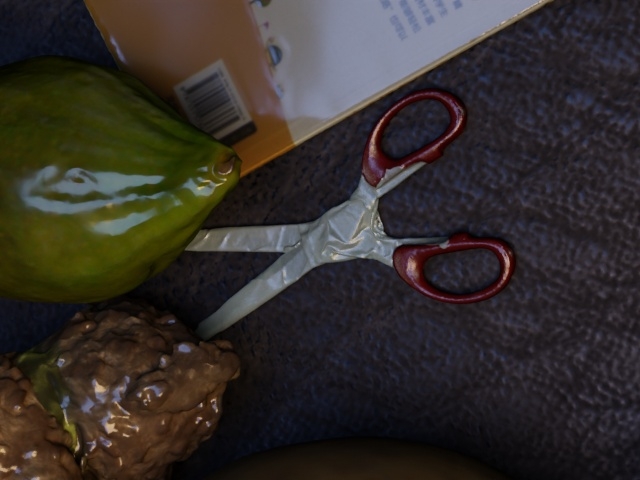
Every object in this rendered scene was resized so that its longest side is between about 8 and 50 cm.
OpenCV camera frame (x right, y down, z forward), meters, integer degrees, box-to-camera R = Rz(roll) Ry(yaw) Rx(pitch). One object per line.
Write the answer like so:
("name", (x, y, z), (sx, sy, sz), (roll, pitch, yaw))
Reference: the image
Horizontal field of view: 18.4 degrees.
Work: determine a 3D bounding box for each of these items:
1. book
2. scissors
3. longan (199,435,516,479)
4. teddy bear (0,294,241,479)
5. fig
("book", (-0.013, -0.182, 1.314), (0.295, 0.020, 0.207), (-28, 84, 18))
("scissors", (0.000, 0.000, 1.325), (0.248, 0.017, 0.144), (-19, 87, 20))
("longan", (0.019, 0.264, 1.197), (0.319, 0.319, 0.318), (1, 94, 18))
("teddy bear", (-0.195, 0.179, 1.305), (0.223, 0.246, 0.296), (8, 99, -20))
("fig", (-0.153, -0.032, 1.298), (0.234, 0.167, 0.167), (17, 99, 16))
